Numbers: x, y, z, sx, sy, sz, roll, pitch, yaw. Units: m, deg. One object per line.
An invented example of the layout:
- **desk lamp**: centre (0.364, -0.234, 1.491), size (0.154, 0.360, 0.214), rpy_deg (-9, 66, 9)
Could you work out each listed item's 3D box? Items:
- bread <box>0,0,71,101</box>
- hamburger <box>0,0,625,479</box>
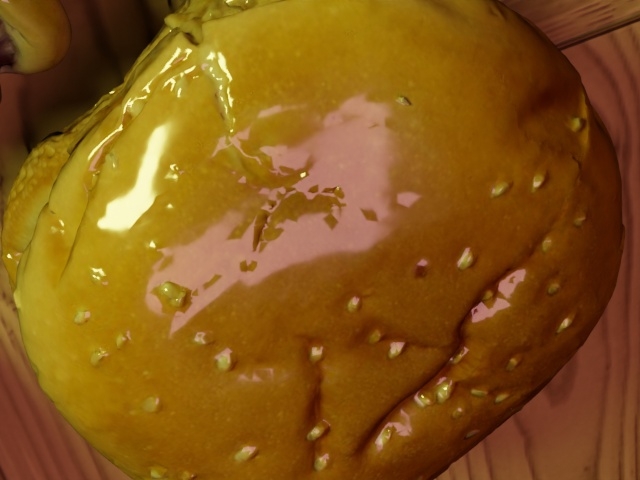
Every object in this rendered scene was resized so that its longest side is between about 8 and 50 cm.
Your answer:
- **bread**: centre (-0.214, -0.065, 0.631), size (0.225, 0.081, 0.134), rpy_deg (-37, 136, 6)
- **hamburger**: centre (0.000, 0.000, 0.740), size (0.290, 0.170, 0.314), rpy_deg (-47, 132, 7)
